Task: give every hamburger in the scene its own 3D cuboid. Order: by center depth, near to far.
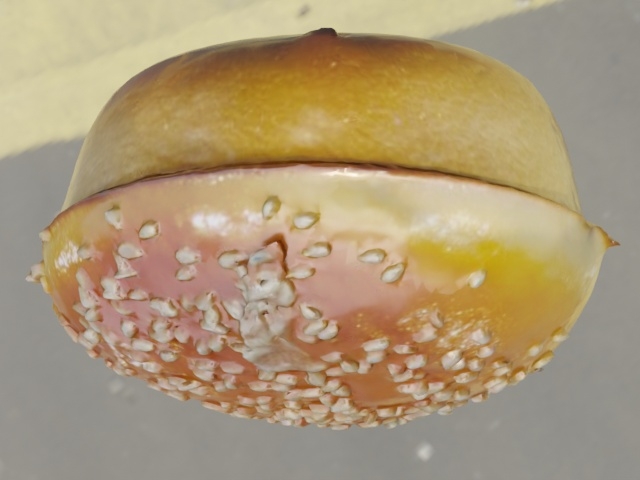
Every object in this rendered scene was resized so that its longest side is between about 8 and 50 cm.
[{"bbox_3d":[0.004,-0.001,0.784,0.237,0.237,0.147,-12,78,47],"label":"hamburger"}]
